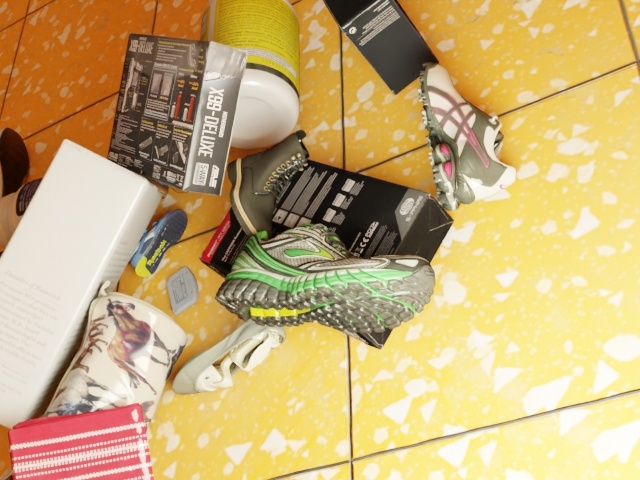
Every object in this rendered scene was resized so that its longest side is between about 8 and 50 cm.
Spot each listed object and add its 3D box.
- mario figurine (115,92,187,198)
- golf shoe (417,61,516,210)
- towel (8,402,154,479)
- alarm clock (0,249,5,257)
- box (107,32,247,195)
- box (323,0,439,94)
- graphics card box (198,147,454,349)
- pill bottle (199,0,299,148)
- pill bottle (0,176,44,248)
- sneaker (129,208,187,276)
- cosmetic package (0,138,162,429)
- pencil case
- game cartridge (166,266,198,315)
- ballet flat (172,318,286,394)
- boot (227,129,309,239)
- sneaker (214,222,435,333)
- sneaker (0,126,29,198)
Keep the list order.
[{"bbox_3d":[-0.314,-0.252,1.832,0.198,0.170,0.320,2,65,-1],"label":"mario figurine"},{"bbox_3d":[0.217,-0.167,1.441,0.120,0.105,0.272,-13,56,9],"label":"golf shoe"},{"bbox_3d":[-0.338,0.385,1.374,0.199,0.031,0.274,-9,77,-12],"label":"towel"},{"bbox_3d":[-0.636,0.090,1.870,0.192,0.129,0.064,-5,16,27],"label":"alarm clock"},{"bbox_3d":[-0.255,-0.223,1.616,0.307,0.076,0.242,19,100,52],"label":"box"},{"bbox_3d":[0.079,-0.402,1.630,0.103,0.184,0.261,-34,46,11],"label":"box"},{"bbox_3d":[0.000,0.000,1.477,0.371,0.094,0.232,19,73,45],"label":"graphics card box"},{"bbox_3d":[-0.132,-0.350,1.753,0.188,0.188,0.334,-20,51,26],"label":"pill bottle"},{"bbox_3d":[-0.509,-0.057,1.855,0.265,0.153,0.153,-13,54,26],"label":"pill bottle"},{"bbox_3d":[-0.304,-0.003,1.742,0.144,0.053,0.059,-52,42,-5],"label":"sneaker"},{"bbox_3d":[-0.452,0.074,1.607,0.453,0.161,0.230,-63,2,-4],"label":"cosmetic package"},{"bbox_3d":[-0.365,0.280,1.497,0.160,0.183,0.410,-14,49,62],"label":"pencil case"},{"bbox_3d":[-0.242,0.087,1.658,0.056,0.017,0.083,-37,45,16],"label":"game cartridge"},{"bbox_3d":[-0.143,0.190,1.472,0.213,0.072,0.068,-39,49,8],"label":"ballet flat"},{"bbox_3d":[-0.069,-0.089,1.478,0.137,0.077,0.198,-28,47,12],"label":"boot"},{"bbox_3d":[0.004,0.036,1.290,0.344,0.134,0.146,1,62,37],"label":"sneaker"},{"bbox_3d":[-0.737,-0.130,2.122,0.123,0.106,0.290,-23,51,21],"label":"sneaker"}]
